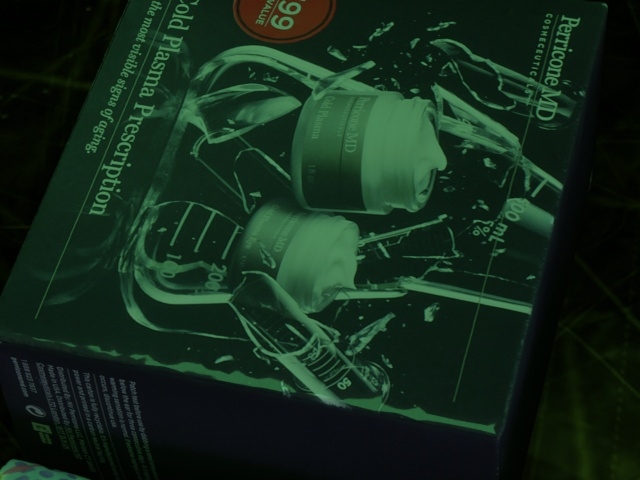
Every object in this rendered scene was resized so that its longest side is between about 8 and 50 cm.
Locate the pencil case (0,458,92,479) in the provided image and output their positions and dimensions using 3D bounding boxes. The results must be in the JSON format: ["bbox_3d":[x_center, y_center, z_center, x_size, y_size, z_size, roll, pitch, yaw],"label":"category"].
[{"bbox_3d":[-0.080,0.216,1.173,0.273,0.113,0.124,13,99,13],"label":"pencil case"}]

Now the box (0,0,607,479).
[{"bbox_3d":[0.000,0.000,1.286,0.312,0.179,0.343,10,55,10],"label":"box"}]
